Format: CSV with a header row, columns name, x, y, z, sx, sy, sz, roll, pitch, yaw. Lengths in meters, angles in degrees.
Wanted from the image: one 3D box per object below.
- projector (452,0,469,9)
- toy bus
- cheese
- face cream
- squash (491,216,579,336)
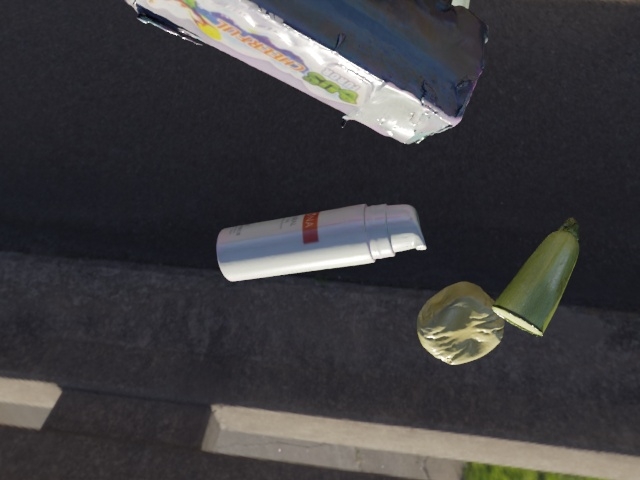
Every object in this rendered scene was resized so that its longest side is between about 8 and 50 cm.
name,x,y,z,sx,sy,sz,roll,pitch,yaw
projector,0.171,-0.467,0.759,0.099,0.256,0.192,4,149,10
toy bus,0.003,-0.193,0.457,0.317,0.137,0.112,20,162,-28
cheese,0.384,0.233,1.491,0.226,0.117,0.214,-42,105,9
face cream,0.000,0.000,0.921,0.346,0.102,0.102,-10,125,13
squash,0.387,0.051,0.934,0.094,0.224,0.094,32,168,8
